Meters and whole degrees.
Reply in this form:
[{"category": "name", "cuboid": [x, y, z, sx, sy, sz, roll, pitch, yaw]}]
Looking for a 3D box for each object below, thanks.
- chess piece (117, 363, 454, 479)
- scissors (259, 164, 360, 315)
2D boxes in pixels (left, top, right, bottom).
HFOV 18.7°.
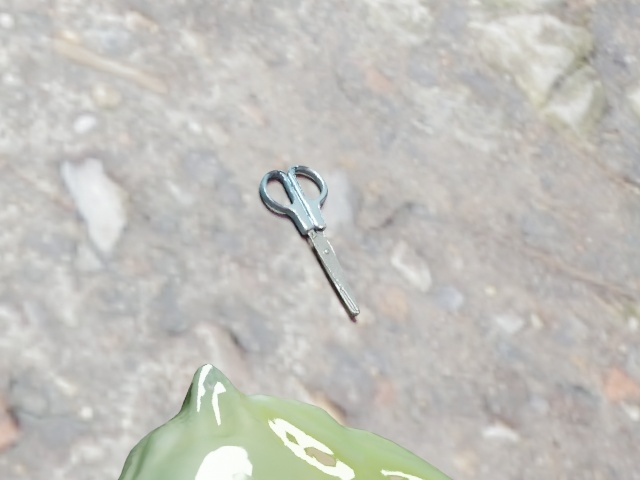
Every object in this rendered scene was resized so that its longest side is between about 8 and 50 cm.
[{"category": "chess piece", "cuboid": [0.053, 0.162, 0.746, 0.298, 0.176, 0.176, 17, 50, 0]}, {"category": "scissors", "cuboid": [0.000, 0.000, 0.907, 0.036, 0.006, 0.083, -11, 64, -35]}]
